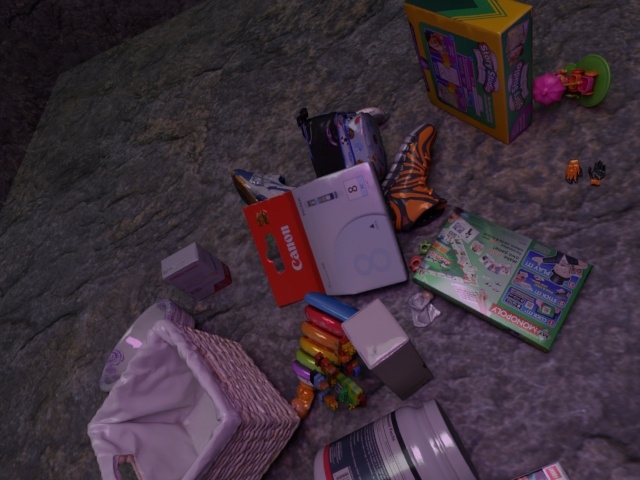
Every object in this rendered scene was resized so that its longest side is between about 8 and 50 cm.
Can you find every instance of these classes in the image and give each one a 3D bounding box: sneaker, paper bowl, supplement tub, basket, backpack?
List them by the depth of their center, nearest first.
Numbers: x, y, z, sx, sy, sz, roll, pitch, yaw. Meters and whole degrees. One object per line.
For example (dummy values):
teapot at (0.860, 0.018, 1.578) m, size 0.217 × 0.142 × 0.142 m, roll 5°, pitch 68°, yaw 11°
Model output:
supplement tub at (0.141, 0.443, 0.821) m, size 0.272 × 0.191 × 0.191 m, roll -30°, pitch 53°, yaw 7°
basket at (-0.283, 0.411, 0.962) m, size 0.328 × 0.266 × 0.331 m, roll 37°, pitch 95°, yaw 39°
sneaker at (0.283, -0.162, 1.175) m, size 0.180 × 0.125 × 0.321 m, roll 26°, pitch 86°, yaw 31°
paper bowl at (-0.458, 0.317, 1.185) m, size 0.284 × 0.148 × 0.284 m, roll -33°, pitch 29°, yaw 22°
backpack at (0.075, -0.254, 1.224) m, size 0.213 × 0.276 × 0.263 m, roll -7°, pitch 16°, yaw 15°
sneaker at (0.116, -0.345, 1.385) m, size 0.225 × 0.088 × 0.092 m, roll -33°, pitch 59°, yaw 14°
sneaker at (-0.183, -0.172, 1.424) m, size 0.131 × 0.111 × 0.296 m, roll -37°, pitch 52°, yaw -21°

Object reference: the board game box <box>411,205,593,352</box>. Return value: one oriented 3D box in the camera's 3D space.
board game box at (0.402, 0.077, 0.970) m, size 0.317 × 0.046 × 0.213 m, roll 29°, pitch 78°, yaw 25°

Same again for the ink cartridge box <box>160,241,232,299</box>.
ink cartridge box at (-0.374, 0.096, 1.294) m, size 0.128 × 0.175 × 0.072 m, roll -28°, pitch 53°, yaw 9°

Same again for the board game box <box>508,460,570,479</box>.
board game box at (0.398, 0.562, 0.709) m, size 0.193 × 0.053 × 0.305 m, roll -29°, pitch 53°, yaw 9°

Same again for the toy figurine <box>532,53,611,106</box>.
toy figurine at (0.620, -0.410, 1.114) m, size 0.159 × 0.130 × 0.173 m, roll -10°, pitch 32°, yaw -7°

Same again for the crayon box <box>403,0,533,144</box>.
crayon box at (0.400, -0.468, 1.132) m, size 0.106 × 0.363 × 0.313 m, roll -43°, pitch 52°, yaw -2°

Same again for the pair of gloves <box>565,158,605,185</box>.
pair of gloves at (0.652, -0.169, 1.051) m, size 0.083 × 0.010 × 0.074 m, roll 11°, pitch 67°, yaw 30°

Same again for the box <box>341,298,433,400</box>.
box at (0.147, 0.235, 0.889) m, size 0.094 × 0.275 × 0.113 m, roll -36°, pitch 53°, yaw 0°

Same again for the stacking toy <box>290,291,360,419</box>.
stacking toy at (-0.003, 0.290, 1.032) m, size 0.166 × 0.175 × 0.301 m, roll 22°, pitch 87°, yaw 29°

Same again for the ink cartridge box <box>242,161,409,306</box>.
ink cartridge box at (0.000, 0.000, 1.113) m, size 0.385 × 0.091 × 0.307 m, roll -17°, pitch 96°, yaw 15°

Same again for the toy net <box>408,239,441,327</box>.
toy net at (0.262, 0.099, 1.060) m, size 0.122 × 0.045 × 0.232 m, roll 14°, pitch 69°, yaw 31°

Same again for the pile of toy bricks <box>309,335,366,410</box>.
pile of toy bricks at (0.054, 0.313, 0.919) m, size 0.118 × 0.212 × 0.105 m, roll -28°, pitch 45°, yaw -33°
